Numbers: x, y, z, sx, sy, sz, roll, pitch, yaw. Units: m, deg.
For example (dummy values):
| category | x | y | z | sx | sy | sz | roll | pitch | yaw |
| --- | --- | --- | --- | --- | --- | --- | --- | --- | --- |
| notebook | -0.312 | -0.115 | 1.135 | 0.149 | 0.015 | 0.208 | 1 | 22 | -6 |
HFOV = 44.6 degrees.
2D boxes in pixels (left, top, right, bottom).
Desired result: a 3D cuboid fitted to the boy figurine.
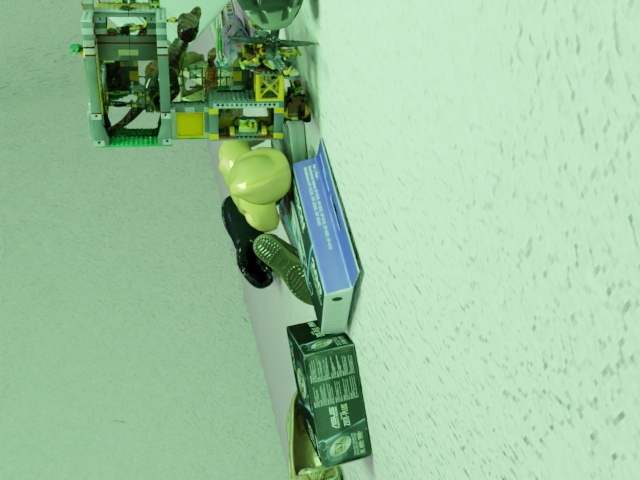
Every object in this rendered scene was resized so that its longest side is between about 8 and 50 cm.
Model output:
| category | x | y | z | sx | sy | sz | roll | pitch | yaw |
| --- | --- | --- | --- | --- | --- | --- | --- | --- | --- |
| boy figurine | -0.103 | -0.098 | 1.187 | 0.285 | 0.092 | 0.177 | 168 | 81 | -82 |

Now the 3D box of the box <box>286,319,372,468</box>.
| category | x | y | z | sx | sy | sz | roll | pitch | yaw |
| --- | --- | --- | --- | --- | --- | --- | --- | --- | --- |
| box | 0.010 | 0.225 | 1.180 | 0.147 | 0.078 | 0.180 | -139 | 38 | -73 |

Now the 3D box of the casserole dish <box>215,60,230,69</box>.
| category | x | y | z | sx | sy | sz | roll | pitch | yaw |
| --- | --- | --- | --- | --- | --- | --- | --- | --- | --- |
| casserole dish | -0.248 | -0.398 | 2.042 | 0.188 | 0.037 | 0.114 | 117 | 140 | -76 |

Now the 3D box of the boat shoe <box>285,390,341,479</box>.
| category | x | y | z | sx | sy | sz | roll | pitch | yaw |
| --- | --- | --- | --- | --- | --- | --- | --- | --- | --- |
| boat shoe | -0.020 | 0.430 | 1.519 | 0.089 | 0.105 | 0.285 | 86 | 169 | -50 |

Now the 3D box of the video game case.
| category | x | y | z | sx | sy | sz | roll | pitch | yaw |
| --- | --- | --- | --- | --- | --- | --- | --- | --- | --- |
| video game case | -0.050 | -0.105 | 1.290 | 0.204 | 0.025 | 0.285 | -116 | 17 | -54 |

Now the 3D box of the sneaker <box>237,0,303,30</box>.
| category | x | y | z | sx | sy | sz | roll | pitch | yaw |
| --- | --- | --- | --- | --- | --- | --- | --- | --- | --- |
| sneaker | -0.060 | -0.379 | 0.896 | 0.106 | 0.101 | 0.267 | -64 | -32 | -76 |

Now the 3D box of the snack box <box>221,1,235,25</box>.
| category | x | y | z | sx | sy | sz | roll | pitch | yaw |
| --- | --- | --- | --- | --- | --- | --- | --- | --- | --- |
| snack box | -0.190 | -0.450 | 1.685 | 0.064 | 0.022 | 0.178 | 103 | 154 | -65 |

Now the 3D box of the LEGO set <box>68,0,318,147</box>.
| category | x | y | z | sx | sy | sz | roll | pitch | yaw |
| --- | --- | --- | --- | --- | --- | --- | --- | --- | --- |
| LEGO set | -0.173 | -0.253 | 1.008 | 0.255 | 0.332 | 0.192 | -93 | 6 | -56 |

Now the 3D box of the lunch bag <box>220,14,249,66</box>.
| category | x | y | z | sx | sy | sz | roll | pitch | yaw |
| --- | --- | --- | --- | --- | --- | --- | --- | --- | --- |
| lunch bag | -0.168 | -0.396 | 1.544 | 0.071 | 0.053 | 0.083 | -114 | 25 | -47 |

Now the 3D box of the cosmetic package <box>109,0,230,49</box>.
| category | x | y | z | sx | sy | sz | roll | pitch | yaw |
| --- | --- | --- | --- | --- | --- | --- | --- | --- | --- |
| cosmetic package | -0.242 | -0.424 | 1.340 | 0.138 | 0.224 | 0.224 | 42 | -178 | -20 |

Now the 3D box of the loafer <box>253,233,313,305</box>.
| category | x | y | z | sx | sy | sz | roll | pitch | yaw |
| --- | --- | --- | --- | --- | --- | --- | --- | --- | --- |
| loafer | -0.040 | 0.040 | 1.220 | 0.148 | 0.056 | 0.050 | 47 | -158 | -8 |

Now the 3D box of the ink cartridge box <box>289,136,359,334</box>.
| category | x | y | z | sx | sy | sz | roll | pitch | yaw |
| --- | --- | --- | --- | --- | --- | --- | --- | --- | --- |
| ink cartridge box | 0.000 | 0.000 | 1.072 | 0.208 | 0.045 | 0.206 | 99 | 159 | -62 |

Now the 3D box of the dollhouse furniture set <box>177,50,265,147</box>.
| category | x | y | z | sx | sy | sz | roll | pitch | yaw |
| --- | --- | --- | --- | --- | --- | --- | --- | --- | --- |
| dollhouse furniture set | -0.130 | -0.265 | 1.361 | 0.182 | 0.161 | 0.101 | 32 | 134 | 29 |

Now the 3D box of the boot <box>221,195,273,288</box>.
| category | x | y | z | sx | sy | sz | roll | pitch | yaw |
| --- | --- | --- | --- | --- | --- | --- | --- | --- | --- |
| boot | -0.174 | -0.004 | 1.903 | 0.207 | 0.094 | 0.246 | 163 | 89 | -84 |

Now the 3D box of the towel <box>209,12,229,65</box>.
| category | x | y | z | sx | sy | sz | roll | pitch | yaw |
| --- | --- | --- | --- | --- | --- | --- | --- | --- | --- |
| towel | -0.256 | -0.608 | 1.835 | 0.324 | 0.038 | 0.247 | 92 | 164 | -55 |
